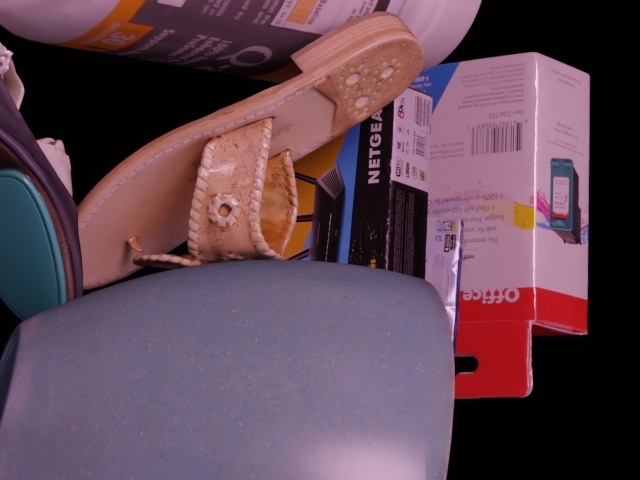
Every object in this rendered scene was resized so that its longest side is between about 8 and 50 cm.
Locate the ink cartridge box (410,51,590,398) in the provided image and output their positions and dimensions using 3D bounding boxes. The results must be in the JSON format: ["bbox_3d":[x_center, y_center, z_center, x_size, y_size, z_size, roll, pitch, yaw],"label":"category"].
[{"bbox_3d":[0.109,-0.004,1.297,0.078,0.134,0.231,13,76,-52],"label":"ink cartridge box"}]

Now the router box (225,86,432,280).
[{"bbox_3d":[0.000,0.000,1.153,0.046,0.133,0.179,16,73,-52],"label":"router box"}]

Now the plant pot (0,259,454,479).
[{"bbox_3d":[-0.078,0.133,0.958,0.195,0.290,0.290,16,68,-12],"label":"plant pot"}]

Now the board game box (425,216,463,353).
[{"bbox_3d":[0.048,0.028,1.250,0.020,0.090,0.090,49,44,-73],"label":"board game box"}]

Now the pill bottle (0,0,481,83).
[{"bbox_3d":[-0.046,-0.173,1.058,0.278,0.162,0.162,6,81,-42],"label":"pill bottle"}]

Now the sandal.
[{"bbox_3d":[-0.035,-0.027,1.031,0.079,0.240,0.088,56,2,32],"label":"sandal"}]

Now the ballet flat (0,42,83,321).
[{"bbox_3d":[-0.169,-0.050,0.991,0.074,0.074,0.203,-52,124,-42],"label":"ballet flat"}]
